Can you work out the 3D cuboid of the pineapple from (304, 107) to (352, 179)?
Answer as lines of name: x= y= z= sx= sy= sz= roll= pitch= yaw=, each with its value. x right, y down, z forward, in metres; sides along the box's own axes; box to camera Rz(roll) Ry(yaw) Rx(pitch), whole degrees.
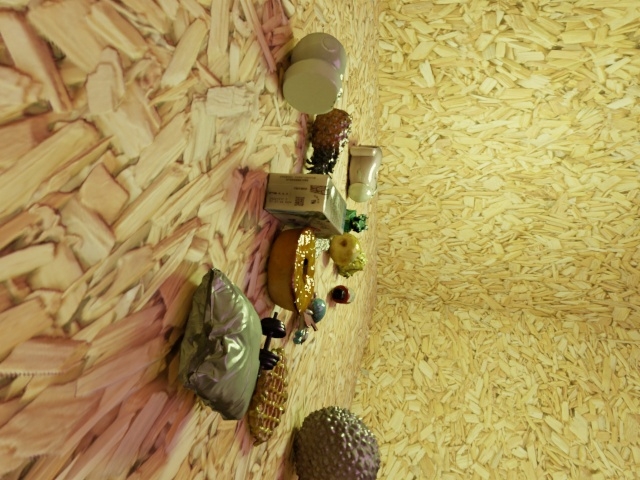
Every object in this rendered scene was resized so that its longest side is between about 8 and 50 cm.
pineapple: x=0.021 y=-0.335 z=1.597 sx=0.169 sy=0.169 sz=0.340 roll=53 pitch=47 yaw=-69

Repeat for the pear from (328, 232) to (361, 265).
pear: x=0.122 y=0.048 z=2.098 sx=0.178 sy=0.178 sz=0.178 roll=6 pitch=90 yaw=-75

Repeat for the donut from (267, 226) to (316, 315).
donut: x=-0.094 y=0.100 z=1.403 sx=0.303 sy=0.110 sz=0.303 roll=6 pitch=90 yaw=-76

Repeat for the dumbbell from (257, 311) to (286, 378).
dumbbell: x=-0.161 y=0.312 z=1.253 sx=0.099 sy=0.099 sz=0.208 roll=75 pitch=25 yaw=-54

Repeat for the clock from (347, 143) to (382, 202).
clock: x=0.265 y=-0.403 z=2.480 sx=0.342 sy=0.184 sz=0.326 roll=-33 pitch=132 yaw=-65

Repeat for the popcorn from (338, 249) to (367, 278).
popcorn: x=0.175 y=0.122 z=2.335 sx=0.173 sy=0.168 sz=0.195 roll=62 pitch=-11 yaw=23

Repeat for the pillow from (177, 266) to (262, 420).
pillow: x=-0.218 y=0.234 z=0.945 sx=0.310 sy=0.138 sz=0.283 roll=77 pitch=15 yaw=-55

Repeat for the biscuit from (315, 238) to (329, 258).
biscuit: x=0.001 y=-0.004 z=1.878 sx=0.250 sy=0.032 sz=0.133 roll=-34 pitch=127 yaw=-70

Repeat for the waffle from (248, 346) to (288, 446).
waffle: x=-0.169 y=0.510 z=1.381 sx=0.281 sy=0.058 sz=0.301 roll=18 pitch=77 yaw=-76

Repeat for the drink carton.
drink carton: x=-0.036 y=-0.115 z=1.378 sx=0.324 sy=0.194 sz=0.132 roll=37 pitch=58 yaw=-72

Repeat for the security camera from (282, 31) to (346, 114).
security camera: x=-0.015 y=-0.550 z=1.328 sx=0.194 sy=0.194 sz=0.236 roll=68 pitch=26 yaw=-60

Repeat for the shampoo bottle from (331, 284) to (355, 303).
shampoo bottle: x=0.121 y=0.301 z=2.299 sx=0.278 sy=0.104 sz=0.104 roll=34 pitch=63 yaw=-74

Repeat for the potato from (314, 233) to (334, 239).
potato: x=0.022 y=-0.105 z=1.711 sx=0.154 sy=0.137 sz=0.200 roll=62 pitch=35 yaw=-66

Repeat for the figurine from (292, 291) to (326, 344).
figurine: x=-0.046 y=0.340 z=1.686 sx=0.260 sy=0.102 sz=0.205 roll=-57 pitch=149 yaw=-62

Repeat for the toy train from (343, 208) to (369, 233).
toy train: x=0.181 y=-0.098 z=2.284 sx=0.269 sy=0.154 sz=0.115 roll=-42 pitch=135 yaw=-69

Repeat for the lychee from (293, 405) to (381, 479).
lychee: x=0.068 y=0.932 z=1.820 sx=0.380 sy=0.380 sz=0.432 roll=-39 pitch=114 yaw=-70
